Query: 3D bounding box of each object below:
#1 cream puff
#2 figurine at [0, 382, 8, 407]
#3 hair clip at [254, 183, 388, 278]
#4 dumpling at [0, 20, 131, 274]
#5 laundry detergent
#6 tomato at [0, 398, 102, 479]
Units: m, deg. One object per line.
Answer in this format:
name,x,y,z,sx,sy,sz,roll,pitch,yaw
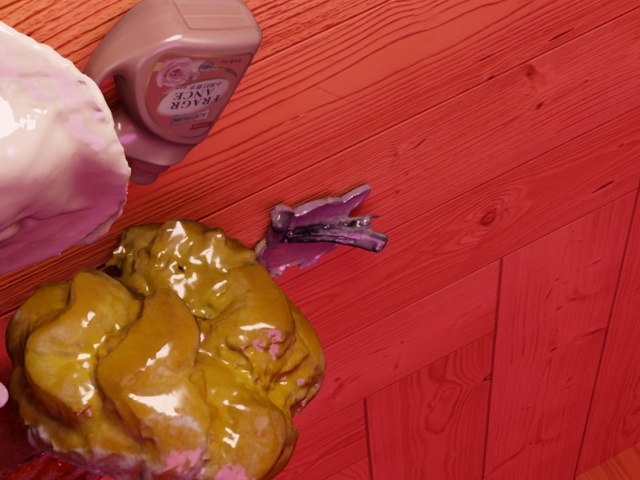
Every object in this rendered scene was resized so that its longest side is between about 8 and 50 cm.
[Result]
cream puff,-0.169,0.118,1.805,0.378,0.378,0.276,4,105,-48
figurine,-0.482,0.151,1.552,0.211,0.253,0.361,0,162,18
hair clip,-0.003,-0.007,2.050,0.187,0.056,0.146,-5,144,-27
dumpling,-0.332,-0.048,1.410,0.315,0.233,0.395,23,136,-27
laundry detergent,-0.175,-0.146,1.611,0.171,0.076,0.237,-6,145,-39
tomato,-0.430,0.300,2.002,0.338,0.144,0.338,-31,162,-11
